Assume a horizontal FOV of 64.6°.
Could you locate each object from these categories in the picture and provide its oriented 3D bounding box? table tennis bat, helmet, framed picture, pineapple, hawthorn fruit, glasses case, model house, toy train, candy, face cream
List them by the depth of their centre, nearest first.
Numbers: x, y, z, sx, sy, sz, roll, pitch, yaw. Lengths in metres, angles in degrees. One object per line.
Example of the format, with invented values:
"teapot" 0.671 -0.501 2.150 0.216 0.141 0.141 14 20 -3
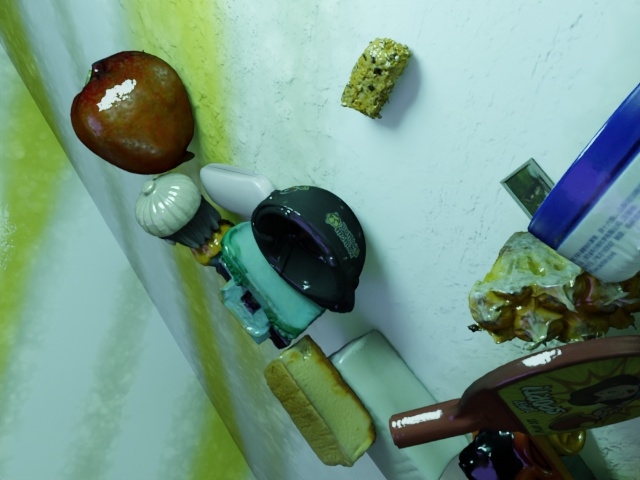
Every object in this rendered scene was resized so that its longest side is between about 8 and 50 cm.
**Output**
"face cream" 0.312 -0.060 0.497 0.111 0.206 0.206 42 145 21
"pineapple" 0.305 0.054 0.673 0.237 0.186 0.114 -11 112 10
"table tennis bat" 0.291 0.219 0.692 0.415 0.051 0.268 -21 138 21
"framed picture" 0.298 -0.064 0.702 0.089 0.007 0.066 53 149 6
"toy train" 0.371 0.436 0.836 0.369 0.232 0.163 55 147 4
"helmet" 0.000 0.000 1.021 0.279 0.160 0.231 51 147 -17
"candy" 0.150 0.396 1.180 0.358 0.145 0.208 51 148 11
"model house" -0.147 0.123 1.186 0.280 0.230 0.249 52 127 4
"hawthorn fruit" -0.467 -0.307 1.267 0.295 0.295 0.311 22 131 43
"glasses case" -0.207 -0.126 1.268 0.297 0.075 0.113 20 136 46

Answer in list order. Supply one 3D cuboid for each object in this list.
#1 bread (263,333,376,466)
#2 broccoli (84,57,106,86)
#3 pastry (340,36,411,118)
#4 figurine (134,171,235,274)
"bread" -0.004 0.359 1.125 0.274 0.114 0.185 55 150 9
"broccoli" -0.611 -0.456 1.484 0.146 0.138 0.162 4 81 61
"pastry" 0.082 -0.250 0.784 0.080 0.056 0.140 37 143 10
"figurine" -0.332 -0.044 1.357 0.332 0.185 0.204 34 151 -18
